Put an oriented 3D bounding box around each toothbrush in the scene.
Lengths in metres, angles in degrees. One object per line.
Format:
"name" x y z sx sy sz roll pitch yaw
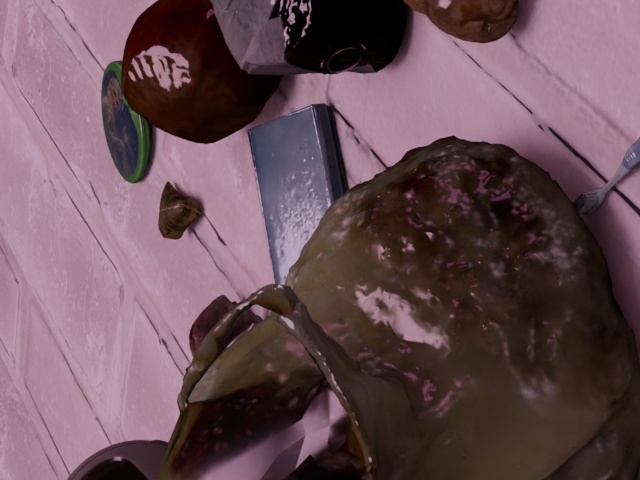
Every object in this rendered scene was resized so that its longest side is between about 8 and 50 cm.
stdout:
"toothbrush" 0.236 -0.068 1.326 0.219 0.019 0.016 126 134 -60

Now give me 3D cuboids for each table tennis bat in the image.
"table tennis bat" -0.245 -0.174 2.309 0.257 0.039 0.160 126 129 -59

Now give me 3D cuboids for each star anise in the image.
"star anise" -0.089 0.170 2.018 0.236 0.093 0.229 -16 76 61

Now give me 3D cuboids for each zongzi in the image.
"zongzi" -0.173 -0.051 2.198 0.076 0.040 0.083 -41 42 53

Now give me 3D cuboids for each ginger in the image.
"ginger" 0.100 -0.237 1.513 0.204 0.080 0.104 63 143 39

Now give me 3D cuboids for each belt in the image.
"belt" -0.037 -0.277 1.694 0.184 0.164 0.289 -55 47 43

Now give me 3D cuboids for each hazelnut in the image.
"hazelnut" -0.122 -0.192 1.932 0.202 0.160 0.170 -12 99 28

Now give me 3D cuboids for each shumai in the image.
"shumai" 0.036 0.141 1.421 0.395 0.348 0.395 33 131 48

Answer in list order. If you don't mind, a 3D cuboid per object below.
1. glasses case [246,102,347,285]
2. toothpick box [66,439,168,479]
"glasses case" 0.000 0.000 1.835 0.105 0.056 0.266 -17 80 40
"toothpick box" -0.169 0.382 2.102 0.316 0.229 0.229 -152 59 -62
